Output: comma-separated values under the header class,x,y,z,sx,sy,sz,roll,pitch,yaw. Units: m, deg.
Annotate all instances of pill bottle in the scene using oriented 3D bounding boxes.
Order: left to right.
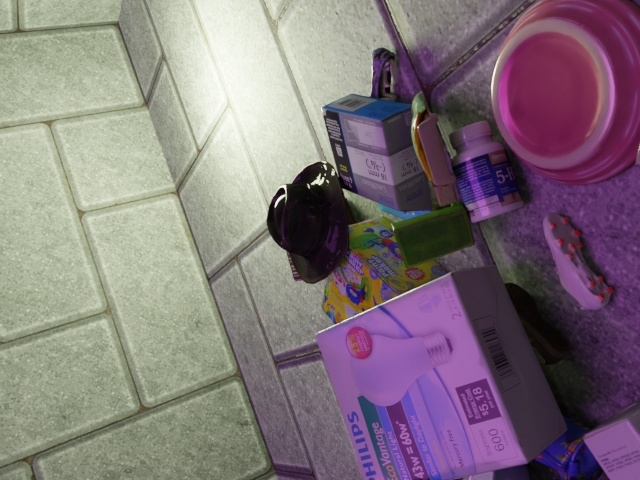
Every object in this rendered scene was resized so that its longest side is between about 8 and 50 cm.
class,x,y,z,sx,sy,sz,roll,pitch,yaw
pill bottle,0.327,-0.139,1.225,0.112,0.112,0.186,-23,85,62

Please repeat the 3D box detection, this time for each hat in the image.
class,x,y,z,sx,sy,sz,roll,pitch,yaw
hat,-0.060,-0.053,1.591,0.331,0.134,0.331,-10,77,54

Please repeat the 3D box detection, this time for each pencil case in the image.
class,x,y,z,sx,sy,sz,roll,pitch,yaw
pencil case,0.443,0.400,1.291,0.306,0.133,0.119,22,118,54

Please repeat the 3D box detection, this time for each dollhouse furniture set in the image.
class,x,y,z,sx,sy,sz,roll,pitch,yaw
dollhouse furniture set,0.197,-0.130,1.277,0.197,0.151,0.301,-89,-21,-65

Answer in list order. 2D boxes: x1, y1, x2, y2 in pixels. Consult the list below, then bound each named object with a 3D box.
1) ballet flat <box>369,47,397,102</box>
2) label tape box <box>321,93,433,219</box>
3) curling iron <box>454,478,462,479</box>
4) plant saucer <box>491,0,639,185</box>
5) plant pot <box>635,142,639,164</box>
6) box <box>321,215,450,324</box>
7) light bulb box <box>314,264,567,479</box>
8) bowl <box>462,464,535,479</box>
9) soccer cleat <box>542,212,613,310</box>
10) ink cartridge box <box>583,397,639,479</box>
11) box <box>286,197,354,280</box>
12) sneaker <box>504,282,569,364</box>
class,x,y,z,sx,sy,sz,roll,pitch,yaw
ballet flat,0.154,-0.366,1.467,0.070,0.070,0.188,36,138,48
label tape box,0.143,-0.168,1.469,0.241,0.106,0.333,28,141,53
curling iron,0.344,0.548,1.474,0.035,0.068,0.274,15,132,6
plant saucer,0.414,-0.252,1.041,0.332,0.084,0.332,37,136,47
plant pot,0.532,-0.157,0.869,0.109,0.109,0.096,8,99,60
box,0.162,0.140,1.600,0.290,0.177,0.279,46,141,41
light bulb box,0.231,0.282,1.234,0.361,0.225,0.357,-31,72,35
bowl,0.411,0.598,1.388,0.298,0.134,0.297,14,-90,-84
soccer cleat,0.463,0.043,1.135,0.196,0.068,0.076,63,153,12
ink cartridge box,0.586,0.379,0.957,0.272,0.197,0.114,59,147,23
box,0.000,0.000,1.819,0.167,0.169,0.203,-14,92,61
sneaker,0.428,0.177,1.264,0.188,0.066,0.071,57,149,28
